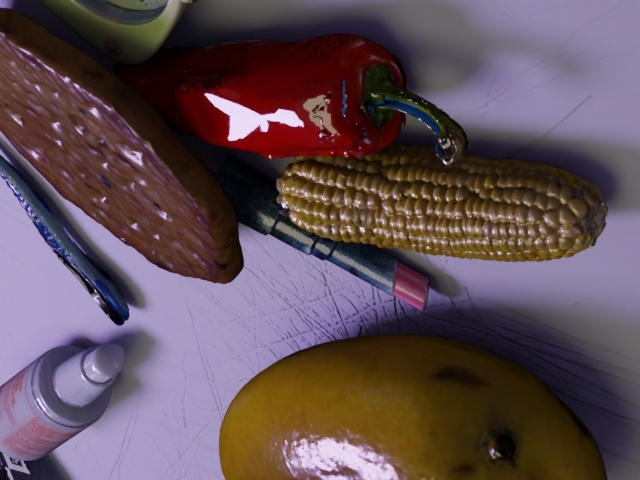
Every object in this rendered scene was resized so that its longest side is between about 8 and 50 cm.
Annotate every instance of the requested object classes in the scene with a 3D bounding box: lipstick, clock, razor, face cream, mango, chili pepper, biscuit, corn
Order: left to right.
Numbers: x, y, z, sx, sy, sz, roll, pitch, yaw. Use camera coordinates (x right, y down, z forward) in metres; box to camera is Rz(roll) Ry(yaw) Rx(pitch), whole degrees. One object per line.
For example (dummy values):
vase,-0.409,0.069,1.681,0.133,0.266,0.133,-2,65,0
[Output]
razor,-0.309,-0.029,1.894,0.056,0.093,0.324,-40,109,16
face cream,-0.294,0.174,2.060,0.101,0.101,0.251,42,143,-10
biscuit,-0.208,-0.087,1.674,0.359,0.046,0.359,37,161,15
clock,-0.162,-0.258,1.514,0.170,0.069,0.232,42,141,-9
chili pepper,-0.039,-0.125,1.539,0.387,0.110,0.110,6,135,37
lipstick,0.000,0.000,1.685,0.234,0.053,0.053,30,143,4
mango,0.074,0.221,1.749,0.445,0.220,0.301,-2,137,51
corn,0.103,-0.035,1.535,0.291,0.101,0.101,5,134,29

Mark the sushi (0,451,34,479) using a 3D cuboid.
sushi,-0.433,0.277,2.332,0.210,0.040,0.193,1,124,40
